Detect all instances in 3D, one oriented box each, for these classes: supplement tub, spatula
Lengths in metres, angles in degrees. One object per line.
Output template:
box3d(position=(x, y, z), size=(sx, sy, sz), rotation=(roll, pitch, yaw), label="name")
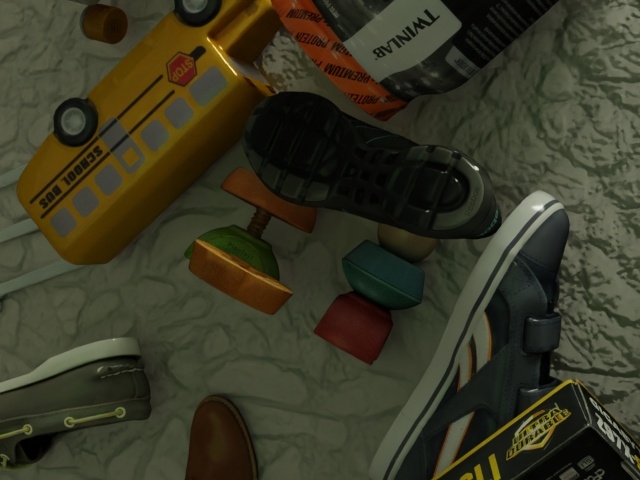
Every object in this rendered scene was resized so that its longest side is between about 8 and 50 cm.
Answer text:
box3d(position=(0.129, -0.277, 1.050), size=(0.338, 0.207, 0.207), rotation=(-42, 75, 15), label="supplement tub")
box3d(position=(-0.358, -0.011, 1.331), size=(0.242, 0.019, 0.168), rotation=(-20, 81, 20), label="spatula")

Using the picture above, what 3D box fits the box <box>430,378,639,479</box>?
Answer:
box3d(position=(0.177, 0.309, 1.024), size=(0.322, 0.079, 0.257), rotation=(-40, 110, 16), label="box")

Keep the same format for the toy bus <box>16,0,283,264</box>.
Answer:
box3d(position=(-0.162, -0.130, 1.206), size=(0.332, 0.108, 0.130), rotation=(-42, 77, 13), label="toy bus")

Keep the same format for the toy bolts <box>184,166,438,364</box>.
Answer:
box3d(position=(0.000, 0.000, 1.111), size=(0.228, 0.218, 0.159), rotation=(29, 91, 1), label="toy bolts")

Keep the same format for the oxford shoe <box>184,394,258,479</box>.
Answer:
box3d(position=(-0.111, 0.266, 1.201), size=(0.076, 0.076, 0.212), rotation=(-2, 86, 22), label="oxford shoe")

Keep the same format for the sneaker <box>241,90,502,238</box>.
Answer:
box3d(position=(0.044, -0.056, 1.071), size=(0.267, 0.106, 0.101), rotation=(25, 91, 29), label="sneaker")

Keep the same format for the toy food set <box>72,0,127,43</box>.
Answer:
box3d(position=(-0.242, -0.335, 1.249), size=(0.104, 0.111, 0.232), rotation=(19, 97, 32), label="toy food set")

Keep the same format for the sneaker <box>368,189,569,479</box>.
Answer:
box3d(position=(0.170, 0.118, 1.071), size=(0.127, 0.126, 0.321), rotation=(31, 107, 22), label="sneaker")

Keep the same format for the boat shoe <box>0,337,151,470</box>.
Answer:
box3d(position=(-0.321, 0.196, 1.264), size=(0.305, 0.109, 0.091), rotation=(-23, 76, 15), label="boat shoe")
